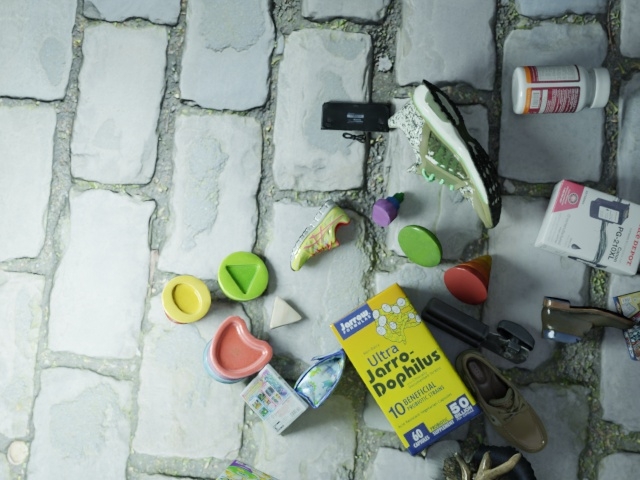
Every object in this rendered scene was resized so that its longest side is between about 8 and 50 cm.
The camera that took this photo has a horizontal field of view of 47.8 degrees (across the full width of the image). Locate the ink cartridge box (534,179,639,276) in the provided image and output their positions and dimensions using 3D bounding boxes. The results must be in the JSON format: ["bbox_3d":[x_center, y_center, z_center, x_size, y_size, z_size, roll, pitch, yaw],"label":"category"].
[{"bbox_3d":[0.680,-0.029,1.792,0.237,0.100,0.171,19,86,6],"label":"ink cartridge box"}]

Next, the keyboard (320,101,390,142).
[{"bbox_3d":[0.091,-0.308,1.900,0.180,0.023,0.108,3,78,5],"label":"keyboard"}]

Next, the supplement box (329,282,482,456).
[{"bbox_3d":[0.199,0.302,1.741,0.194,0.195,0.356,-33,83,0],"label":"supplement box"}]

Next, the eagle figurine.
[{"bbox_3d":[0.379,0.589,1.683,0.226,0.298,0.225,-6,68,20],"label":"eagle figurine"}]

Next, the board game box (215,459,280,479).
[{"bbox_3d":[-0.193,0.632,1.691,0.142,0.275,0.144,24,86,6],"label":"board game box"}]

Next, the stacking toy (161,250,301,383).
[{"bbox_3d":[-0.232,0.195,1.851,0.279,0.130,0.309,-36,85,-27],"label":"stacking toy"}]

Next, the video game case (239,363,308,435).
[{"bbox_3d":[-0.117,0.397,1.791,0.143,0.019,0.157,45,131,7],"label":"video game case"}]

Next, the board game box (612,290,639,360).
[{"bbox_3d":[0.871,0.190,1.786,0.243,0.042,0.165,-14,83,2],"label":"board game box"}]

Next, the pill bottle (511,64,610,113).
[{"bbox_3d":[0.604,-0.382,1.824,0.221,0.121,0.121,-1,84,3],"label":"pill bottle"}]

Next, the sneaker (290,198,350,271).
[{"bbox_3d":[0.000,0.000,1.844,0.094,0.081,0.208,35,87,4],"label":"sneaker"}]

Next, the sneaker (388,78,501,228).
[{"bbox_3d":[0.316,-0.198,1.842,0.182,0.158,0.410,-32,84,31],"label":"sneaker"}]

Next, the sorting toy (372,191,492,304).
[{"bbox_3d":[0.300,0.000,1.831,0.365,0.127,0.126,41,59,9],"label":"sorting toy"}]

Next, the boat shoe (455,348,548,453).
[{"bbox_3d":[0.444,0.397,1.763,0.109,0.098,0.302,-38,83,-1],"label":"boat shoe"}]

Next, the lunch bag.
[{"bbox_3d":[0.011,0.328,1.784,0.096,0.129,0.151,41,89,6],"label":"lunch bag"}]

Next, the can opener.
[{"bbox_3d":[0.398,0.217,1.812,0.283,0.076,0.095,28,54,7],"label":"can opener"}]

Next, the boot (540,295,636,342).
[{"bbox_3d":[0.653,0.212,1.781,0.219,0.082,0.106,14,95,21],"label":"boot"}]
